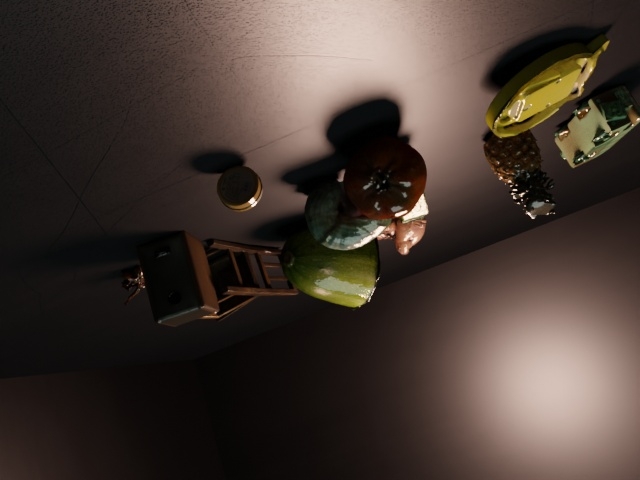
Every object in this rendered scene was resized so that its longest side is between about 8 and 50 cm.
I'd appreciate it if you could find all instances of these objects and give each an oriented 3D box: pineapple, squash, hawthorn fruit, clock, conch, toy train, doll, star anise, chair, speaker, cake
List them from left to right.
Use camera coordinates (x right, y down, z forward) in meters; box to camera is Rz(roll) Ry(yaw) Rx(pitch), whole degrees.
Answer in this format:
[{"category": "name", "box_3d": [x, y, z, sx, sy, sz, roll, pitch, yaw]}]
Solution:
[{"category": "star anise", "box_3d": [-0.593, 0.142, 2.053, 0.097, 0.070, 0.191, -20, 158, -42]}, {"category": "speaker", "box_3d": [-0.408, 0.117, 1.870, 0.153, 0.231, 0.192, -19, 166, 3]}, {"category": "chair", "box_3d": [-0.299, 0.139, 2.176, 0.240, 0.203, 0.416, -29, 161, 23]}, {"category": "squash", "box_3d": [-0.004, 0.070, 2.176, 0.308, 0.311, 0.310, 7, 155, -27]}, {"category": "conch", "box_3d": [0.059, -0.081, 1.785, 0.277, 0.220, 0.195, 18, 163, 48]}, {"category": "doll", "box_3d": [0.244, -0.013, 2.370, 0.303, 0.156, 0.201, -15, 173, 5]}, {"category": "hawthorn fruit", "box_3d": [0.168, -0.164, 1.631, 0.210, 0.211, 0.262, -23, -169, 18]}, {"category": "cake", "box_3d": [0.275, -0.165, 2.065, 0.100, 0.099, 0.235, -19, 145, 6]}, {"category": "pineapple", "box_3d": [0.578, -0.187, 1.855, 0.157, 0.279, 0.158, -19, 168, -4]}, {"category": "clock", "box_3d": [0.516, -0.361, 1.529, 0.293, 0.071, 0.277, -27, 159, -12]}, {"category": "toy train", "box_3d": [0.813, -0.330, 1.913, 0.159, 0.129, 0.326, -22, 166, -7]}]

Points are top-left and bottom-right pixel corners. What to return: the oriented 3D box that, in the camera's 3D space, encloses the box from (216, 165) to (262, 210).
[{"category": "box", "box_3d": [-0.187, -0.121, 1.499, 0.105, 0.106, 0.037, -19, 159, 4]}]
